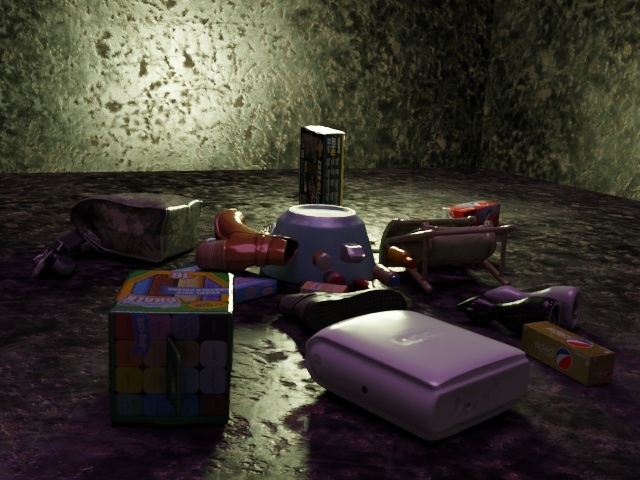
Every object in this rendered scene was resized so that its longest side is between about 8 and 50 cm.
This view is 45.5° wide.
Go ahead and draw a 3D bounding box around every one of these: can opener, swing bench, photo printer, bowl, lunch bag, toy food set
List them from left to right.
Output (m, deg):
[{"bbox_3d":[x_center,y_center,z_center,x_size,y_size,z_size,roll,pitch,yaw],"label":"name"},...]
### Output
[{"bbox_3d":[-0.644,0.038,1.917,0.093,0.074,0.280,36,11,-10],"label":"can opener"},{"bbox_3d":[-0.503,-0.050,2.071,0.287,0.168,0.235,11,11,13],"label":"lunch bag"},{"bbox_3d":[0.000,0.000,1.990,0.312,0.163,0.311,3,12,-1],"label":"bowl"},{"bbox_3d":[0.103,0.073,1.799,0.232,0.111,0.104,1,12,-21],"label":"toy food set"},{"bbox_3d":[0.145,0.202,1.253,0.256,0.107,0.308,-8,17,-41],"label":"photo printer"},{"bbox_3d":[0.320,0.020,1.970,0.253,0.165,0.255,-3,14,-24],"label":"swing bench"}]

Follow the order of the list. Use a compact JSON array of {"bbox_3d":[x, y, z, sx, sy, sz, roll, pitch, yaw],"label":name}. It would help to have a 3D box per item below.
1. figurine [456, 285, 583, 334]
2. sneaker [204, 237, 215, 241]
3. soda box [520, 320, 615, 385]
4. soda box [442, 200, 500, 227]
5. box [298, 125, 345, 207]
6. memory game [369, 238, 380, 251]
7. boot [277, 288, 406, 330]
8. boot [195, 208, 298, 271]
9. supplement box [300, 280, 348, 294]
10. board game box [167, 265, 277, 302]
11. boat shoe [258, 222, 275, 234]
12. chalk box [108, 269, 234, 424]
[{"bbox_3d":[0.433,0.142,1.653,0.210,0.092,0.215,8,12,37],"label":"figurine"},{"bbox_3d":[-0.252,0.013,2.121,0.144,0.053,0.059,-14,19,-29],"label":"sneaker"},{"bbox_3d":[0.455,0.207,1.418,0.061,0.058,0.181,-3,14,-26],"label":"soda box"},{"bbox_3d":[0.526,-0.082,2.650,0.092,0.083,0.263,12,16,38],"label":"soda box"},{"bbox_3d":[0.000,-0.217,2.584,0.079,0.321,0.257,-3,14,-21],"label":"box"},{"bbox_3d":[0.111,0.010,2.304,0.186,0.012,0.186,3,13,-1],"label":"memory game"},{"bbox_3d":[0.044,0.132,1.616,0.247,0.083,0.161,-1,8,-24],"label":"boot"},{"bbox_3d":[-0.162,-0.005,1.875,0.220,0.109,0.283,-1,17,11],"label":"boot"},{"bbox_3d":[0.008,0.121,1.736,0.099,0.036,0.062,6,12,13],"label":"supplement box"},{"bbox_3d":[-0.232,0.097,1.780,0.212,0.039,0.160,15,17,41],"label":"board game box"},{"bbox_3d":[-0.160,-0.010,2.209,0.066,0.066,0.183,0,13,-9],"label":"boat shoe"},{"bbox_3d":[-0.223,0.167,1.161,0.179,0.180,0.289,2,12,-6],"label":"chalk box"}]
